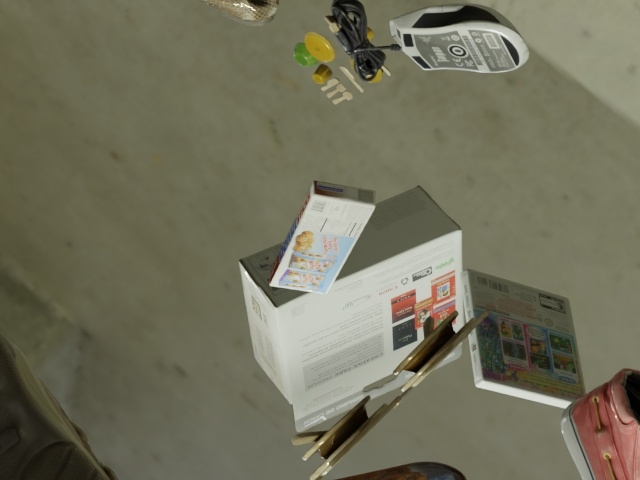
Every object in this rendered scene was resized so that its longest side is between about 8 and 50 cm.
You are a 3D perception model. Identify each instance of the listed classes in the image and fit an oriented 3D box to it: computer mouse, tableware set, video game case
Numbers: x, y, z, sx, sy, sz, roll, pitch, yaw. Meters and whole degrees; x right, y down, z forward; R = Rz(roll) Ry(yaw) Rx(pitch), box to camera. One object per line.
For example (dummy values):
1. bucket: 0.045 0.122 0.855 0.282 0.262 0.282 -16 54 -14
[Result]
1. computer mouse: 0.101 -0.184 1.359 0.193 0.042 0.106 5 149 31
2. tableware set: 0.051 0.120 1.246 0.039 0.194 0.128 45 159 7
3. tableware set: 0.027 -0.234 1.931 0.104 0.024 0.154 47 152 -12
4. video game case: 0.229 0.113 1.708 0.157 0.143 0.019 16 143 -31

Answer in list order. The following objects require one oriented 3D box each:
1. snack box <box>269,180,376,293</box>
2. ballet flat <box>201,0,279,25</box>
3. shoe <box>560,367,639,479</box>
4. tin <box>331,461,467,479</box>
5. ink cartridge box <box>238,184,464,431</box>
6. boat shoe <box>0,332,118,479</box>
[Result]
1. snack box: 0.000 0.000 1.524 0.064 0.022 0.178 9 147 -13
2. ballet flat: -0.168 -0.322 1.828 0.250 0.084 0.058 18 141 10
3. shoe: 0.256 0.190 1.184 0.081 0.063 0.178 -50 56 46
4. tin: 0.072 0.297 1.678 0.106 0.190 0.040 -116 16 -68
5. ink cartridge box: 0.054 0.105 2.276 0.130 0.309 0.272 50 155 44
6. boat shoe: -0.154 0.178 0.880 0.116 0.123 0.324 56 -179 -45
